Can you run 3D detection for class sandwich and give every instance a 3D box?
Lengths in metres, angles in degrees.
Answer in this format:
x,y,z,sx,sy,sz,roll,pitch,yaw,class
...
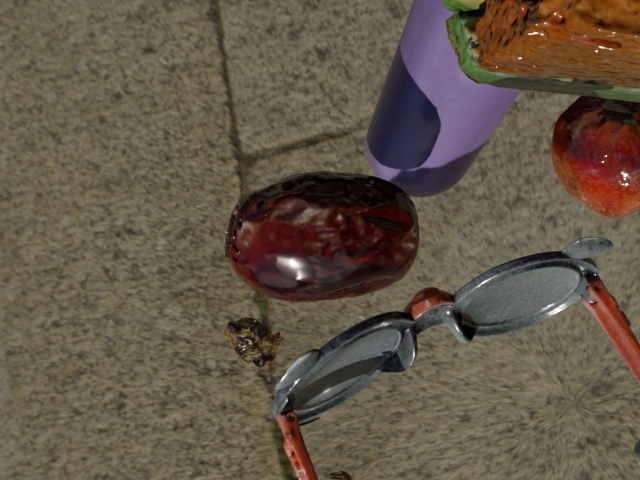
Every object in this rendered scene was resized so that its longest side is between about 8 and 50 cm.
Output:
x,y,z,sx,sy,sz,roll,pitch,yaw,class
0.215,-0.151,0.573,0.292,0.212,0.109,7,98,-1,sandwich

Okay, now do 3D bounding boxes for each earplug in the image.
x,y,z,sx,sy,sz,roll,pitch,yaw,class
0.201,-0.246,1.249,0.215,0.215,0.456,42,136,19,earplug

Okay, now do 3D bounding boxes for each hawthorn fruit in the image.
x,y,z,sx,sy,sz,roll,pitch,yaw,class
0.381,-0.111,1.121,0.173,0.179,0.173,3,71,-10,hawthorn fruit

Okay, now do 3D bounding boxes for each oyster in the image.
x,y,z,sx,sy,sz,roll,pitch,yaw,class
-0.115,0.165,1.375,0.086,0.132,0.029,-50,43,23,oyster

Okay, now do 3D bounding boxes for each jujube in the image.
x,y,z,sx,sy,sz,roll,pitch,yaw,class
0.000,0.000,1.101,0.243,0.183,0.183,4,80,-9,jujube

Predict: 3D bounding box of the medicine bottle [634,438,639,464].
x,y,z,sx,sy,sz,roll,pitch,yaw,class
0.580,0.283,1.277,0.216,0.090,0.090,-45,70,26,medicine bottle

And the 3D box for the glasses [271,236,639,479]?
x,y,z,sx,sy,sz,roll,pitch,yaw,class
0.120,0.146,0.496,0.234,0.118,0.268,-21,65,-14,glasses

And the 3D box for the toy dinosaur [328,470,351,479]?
x,y,z,sx,sy,sz,roll,pitch,yaw,class
0.102,0.390,1.308,0.162,0.039,0.126,-20,60,-3,toy dinosaur
